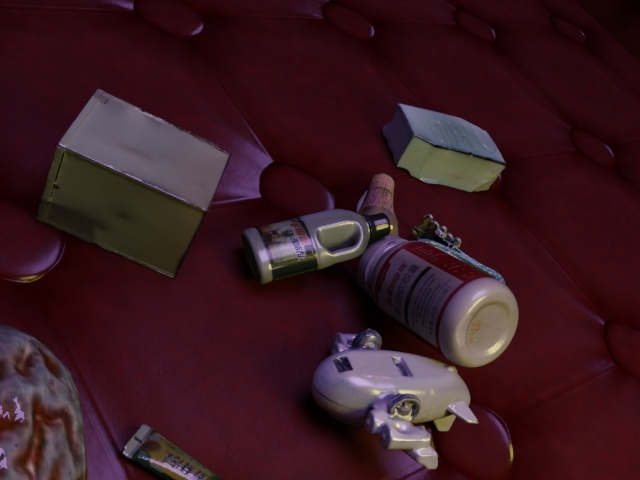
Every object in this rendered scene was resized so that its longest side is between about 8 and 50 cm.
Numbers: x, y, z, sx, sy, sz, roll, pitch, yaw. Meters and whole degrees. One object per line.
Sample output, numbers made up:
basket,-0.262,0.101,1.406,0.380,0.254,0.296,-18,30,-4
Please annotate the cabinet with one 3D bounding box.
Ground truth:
cabinet,-0.255,-0.079,1.089,0.206,0.145,0.150,25,40,-10

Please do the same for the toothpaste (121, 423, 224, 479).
toothpaste,-0.132,0.281,0.891,0.204,0.031,0.049,32,39,4

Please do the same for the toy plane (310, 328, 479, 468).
toy plane,0.098,0.210,1.059,0.244,0.117,0.245,16,26,-8

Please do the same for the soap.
soap,0.256,-0.187,1.587,0.230,0.091,0.145,7,46,-27

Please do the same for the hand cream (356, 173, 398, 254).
hand cream,0.101,-0.057,1.363,0.084,0.084,0.203,26,35,-8

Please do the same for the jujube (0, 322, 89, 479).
jujube,-0.308,0.216,0.674,0.215,0.246,0.308,-16,62,8

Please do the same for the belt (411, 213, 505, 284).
belt,0.238,0.040,1.367,0.179,0.065,0.100,28,48,-9

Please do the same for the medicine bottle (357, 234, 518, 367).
medicine bottle,0.164,0.080,1.147,0.131,0.131,0.250,1,18,-33

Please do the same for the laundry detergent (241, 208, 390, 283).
laundry detergent,0.000,0.000,1.181,0.225,0.070,0.099,-13,37,-17
